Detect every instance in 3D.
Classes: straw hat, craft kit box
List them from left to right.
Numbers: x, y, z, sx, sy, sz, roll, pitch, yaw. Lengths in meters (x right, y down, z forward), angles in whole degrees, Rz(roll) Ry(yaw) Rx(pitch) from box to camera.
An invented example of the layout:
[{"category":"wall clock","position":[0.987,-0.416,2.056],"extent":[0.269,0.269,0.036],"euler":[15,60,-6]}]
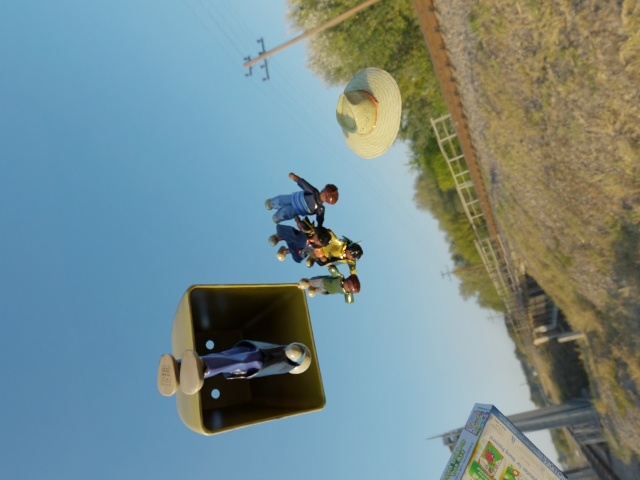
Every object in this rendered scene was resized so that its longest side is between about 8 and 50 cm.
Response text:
[{"category":"straw hat","position":[0.058,-0.203,0.719],"extent":[0.061,0.145,0.144],"euler":[-10,-103,-41]},{"category":"craft kit box","position":[0.343,0.490,0.861],"extent":[0.250,0.061,0.246],"euler":[45,-121,-10]}]

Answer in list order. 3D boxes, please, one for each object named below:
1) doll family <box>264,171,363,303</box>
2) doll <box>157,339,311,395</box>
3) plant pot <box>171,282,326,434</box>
[{"category":"doll family","position":[0.000,0.000,0.607],"extent":[0.193,0.112,0.076],"euler":[52,-129,-27]},{"category":"doll","position":[-0.080,0.133,0.499],"extent":[0.189,0.129,0.046],"euler":[9,-110,-50]},{"category":"plant pot","position":[-0.146,0.201,0.763],"extent":[0.212,0.187,0.212],"euler":[3,-113,-37]}]
